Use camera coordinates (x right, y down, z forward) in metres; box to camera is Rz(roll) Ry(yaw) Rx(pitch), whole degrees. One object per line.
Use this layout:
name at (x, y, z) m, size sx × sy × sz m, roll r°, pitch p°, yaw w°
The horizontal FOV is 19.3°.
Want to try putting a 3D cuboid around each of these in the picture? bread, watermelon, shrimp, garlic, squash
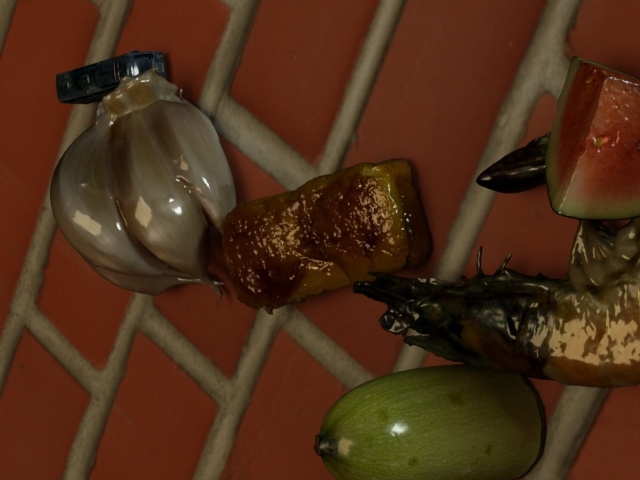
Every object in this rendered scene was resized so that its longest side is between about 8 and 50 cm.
bread at (0.001, 0.000, 2.117) m, size 0.271 × 0.077 × 0.139 m, roll -15°, pitch 86°, yaw 42°
watermelon at (0.283, -0.104, 1.779) m, size 0.145 × 0.193 × 0.137 m, roll -124°, pitch 10°, yaw -76°
shrimp at (0.212, 0.012, 1.888) m, size 0.445 × 0.085 × 0.272 m, roll -4°, pitch 81°, yaw 40°
garlic at (-0.212, -0.050, 2.307) m, size 0.237 × 0.210 × 0.291 m, roll -12°, pitch 79°, yaw 11°
squash at (0.101, 0.197, 1.912) m, size 0.132 × 0.247 × 0.132 m, roll 6°, pitch 98°, yaw 47°

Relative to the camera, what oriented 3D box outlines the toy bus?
toy bus at (-0.265, -0.204, 2.375) m, size 0.166 × 0.065 × 0.047 m, roll -10°, pitch 86°, yaw 47°
